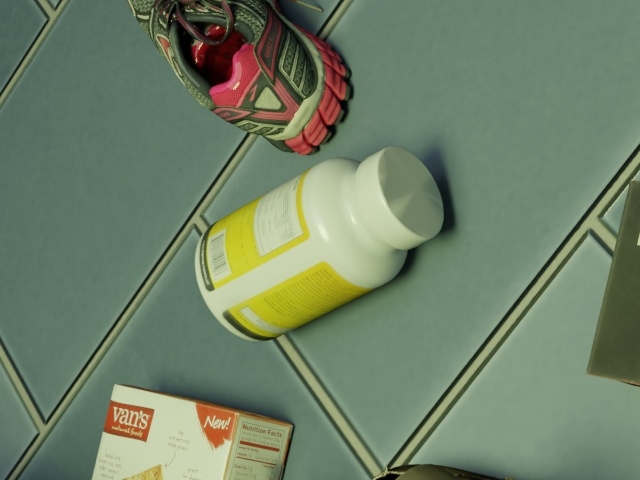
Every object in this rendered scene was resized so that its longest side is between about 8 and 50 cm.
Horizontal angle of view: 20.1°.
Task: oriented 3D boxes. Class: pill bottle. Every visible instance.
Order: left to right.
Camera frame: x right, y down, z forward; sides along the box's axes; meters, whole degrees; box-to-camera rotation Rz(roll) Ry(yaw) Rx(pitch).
[{"bbox_3d":[0.000,0.000,1.358,0.184,0.103,0.103,-28,58,36],"label":"pill bottle"}]

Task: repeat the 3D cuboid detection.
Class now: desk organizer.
[{"bbox_3d":[0.218,0.031,1.168,0.047,0.050,0.130,8,83,46],"label":"desk organizer"}]

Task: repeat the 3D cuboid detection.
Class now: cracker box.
[{"bbox_3d":[-0.120,0.240,1.423,0.156,0.067,0.232,6,80,46],"label":"cracker box"}]

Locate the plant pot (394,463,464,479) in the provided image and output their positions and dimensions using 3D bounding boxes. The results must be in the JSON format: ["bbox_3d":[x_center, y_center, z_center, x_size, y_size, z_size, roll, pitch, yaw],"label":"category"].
[{"bbox_3d":[0.141,0.295,1.028,0.274,0.256,0.256,19,90,23],"label":"plant pot"}]

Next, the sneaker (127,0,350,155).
[{"bbox_3d":[-0.090,-0.187,1.505,0.299,0.112,0.121,44,108,44],"label":"sneaker"}]

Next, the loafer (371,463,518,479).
[{"bbox_3d":[0.114,0.196,1.196,0.220,0.078,0.080,5,80,46],"label":"loafer"}]
